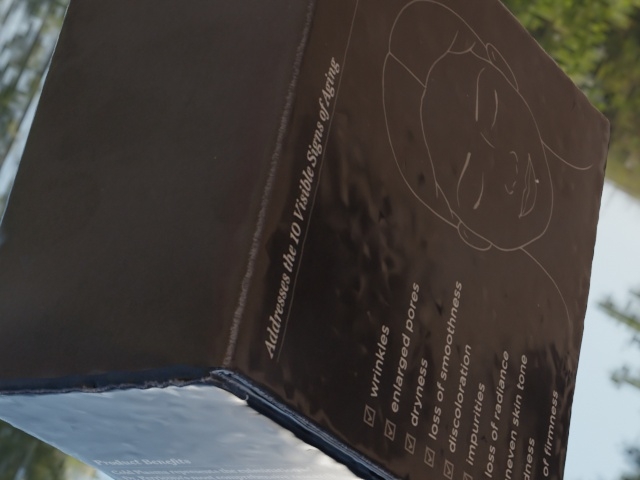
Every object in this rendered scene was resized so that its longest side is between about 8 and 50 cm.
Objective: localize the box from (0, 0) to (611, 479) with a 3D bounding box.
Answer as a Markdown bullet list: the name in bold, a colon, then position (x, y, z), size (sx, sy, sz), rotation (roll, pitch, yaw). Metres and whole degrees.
- **box**: position (0.000, 0.000, 1.412), size (0.297, 0.479, 0.472), rotation (-6, 149, 35)
